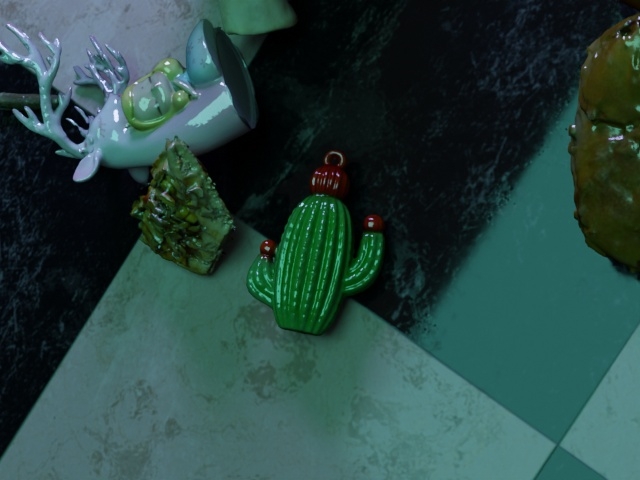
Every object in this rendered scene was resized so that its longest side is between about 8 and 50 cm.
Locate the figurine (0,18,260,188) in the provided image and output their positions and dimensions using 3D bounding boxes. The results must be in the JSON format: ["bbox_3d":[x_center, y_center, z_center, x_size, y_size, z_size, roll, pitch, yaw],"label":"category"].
[{"bbox_3d":[-0.267,-0.208,1.758,0.315,0.206,0.284,-25,77,11],"label":"figurine"}]

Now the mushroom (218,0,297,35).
[{"bbox_3d":[-0.095,-0.494,1.691,0.315,0.356,0.315,-19,45,21],"label":"mushroom"}]

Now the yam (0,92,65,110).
[{"bbox_3d":[-0.442,-0.212,1.907,0.129,0.027,0.033,5,43,26],"label":"yam"}]

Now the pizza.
[{"bbox_3d":[-0.189,-0.031,1.682,0.147,0.226,0.069,41,55,4],"label":"pizza"}]

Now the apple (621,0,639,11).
[{"bbox_3d":[0.479,-0.423,1.406,0.384,0.374,0.374,7,81,-6],"label":"apple"}]

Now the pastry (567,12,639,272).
[{"bbox_3d":[0.414,-0.118,1.437,0.255,0.162,0.311,22,114,30],"label":"pastry"}]

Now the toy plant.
[{"bbox_3d":[0.008,0.012,1.643,0.154,0.088,0.240,35,84,13],"label":"toy plant"}]
